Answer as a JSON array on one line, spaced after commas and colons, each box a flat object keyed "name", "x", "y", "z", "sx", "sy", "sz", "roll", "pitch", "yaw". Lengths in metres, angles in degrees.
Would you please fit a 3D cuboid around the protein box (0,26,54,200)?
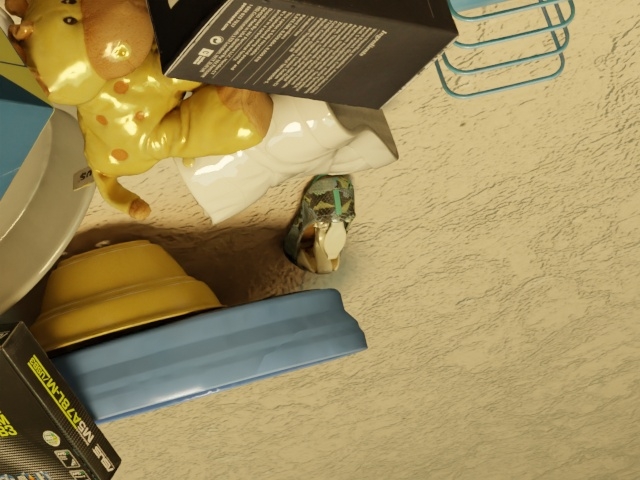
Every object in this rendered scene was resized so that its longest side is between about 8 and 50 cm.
[{"name": "protein box", "x": -0.323, "y": -0.063, "z": 1.049, "sx": 0.199, "sy": 0.136, "sz": 0.201, "roll": 5, "pitch": 129, "yaw": -46}]

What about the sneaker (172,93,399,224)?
[{"name": "sneaker", "x": -0.037, "y": -0.087, "z": 1.394, "sx": 0.169, "sy": 0.108, "sz": 0.292, "roll": -26, "pitch": 172, "yaw": 14}]

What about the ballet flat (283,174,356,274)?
[{"name": "ballet flat", "x": 0.000, "y": 0.000, "z": 1.693, "sx": 0.070, "sy": 0.070, "sz": 0.188, "roll": -10, "pitch": 154, "yaw": -11}]

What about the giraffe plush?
[{"name": "giraffe plush", "x": -0.158, "y": -0.139, "z": 1.227, "sx": 0.210, "sy": 0.181, "sz": 0.170, "roll": -39, "pitch": 138, "yaw": 8}]

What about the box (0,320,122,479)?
[{"name": "box", "x": -0.310, "y": 0.166, "z": 1.532, "sx": 0.190, "sy": 0.045, "sz": 0.184, "roll": -9, "pitch": 127, "yaw": 35}]

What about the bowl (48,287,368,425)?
[{"name": "bowl", "x": -0.146, "y": 0.131, "z": 1.707, "sx": 0.391, "sy": 0.077, "sz": 0.391, "roll": -15, "pitch": 175, "yaw": -1}]

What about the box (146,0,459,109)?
[{"name": "box", "x": -0.021, "y": -0.197, "z": 1.191, "sx": 0.207, "sy": 0.153, "sz": 0.108, "roll": 7, "pitch": 147, "yaw": -37}]

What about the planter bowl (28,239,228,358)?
[{"name": "planter bowl", "x": -0.209, "y": 0.054, "z": 1.624, "sx": 0.217, "sy": 0.090, "sz": 0.217, "roll": -15, "pitch": 175, "yaw": -1}]

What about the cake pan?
[{"name": "cake pan", "x": -0.315, "y": -0.018, "z": 1.361, "sx": 0.293, "sy": 0.054, "sz": 0.293, "roll": -39, "pitch": 156, "yaw": -21}]

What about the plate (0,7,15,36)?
[{"name": "plate", "x": -0.408, "y": -0.167, "z": 1.151, "sx": 0.278, "sy": 0.045, "sz": 0.277, "roll": -25, "pitch": 151, "yaw": 16}]

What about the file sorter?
[{"name": "file sorter", "x": 0.146, "y": -0.208, "z": 1.318, "sx": 0.118, "sy": 0.104, "sz": 0.170, "roll": -13, "pitch": 154, "yaw": -4}]
